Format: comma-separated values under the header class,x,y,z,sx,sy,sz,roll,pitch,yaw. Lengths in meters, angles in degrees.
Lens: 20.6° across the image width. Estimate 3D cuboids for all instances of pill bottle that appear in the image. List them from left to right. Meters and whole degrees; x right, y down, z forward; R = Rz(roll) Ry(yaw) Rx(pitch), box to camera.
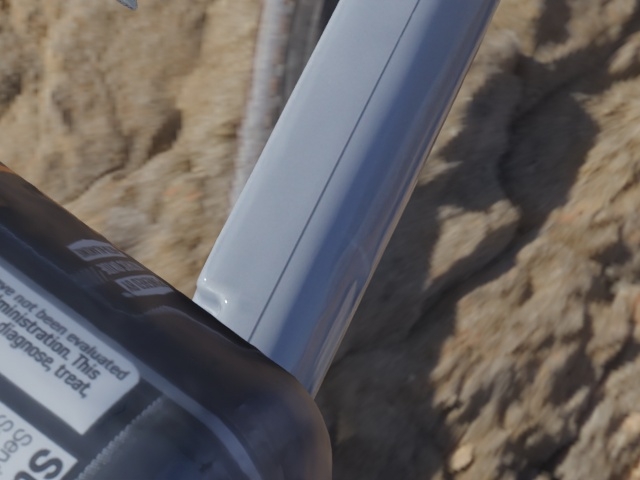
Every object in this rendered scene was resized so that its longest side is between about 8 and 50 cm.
class,x,y,z,sx,sy,sz,roll,pitch,yaw
pill bottle,-0.088,0.050,0.395,0.245,0.130,0.130,35,100,14

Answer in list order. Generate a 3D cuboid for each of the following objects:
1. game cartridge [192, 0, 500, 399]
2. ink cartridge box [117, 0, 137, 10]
class,x,y,z,sx,sy,sz,roll,pitch,yaw
game cartridge,0.000,0.000,0.702,0.060,0.294,0.196,22,74,1
ink cartridge box,-0.185,-0.246,0.765,0.060,0.239,0.275,-19,71,18
